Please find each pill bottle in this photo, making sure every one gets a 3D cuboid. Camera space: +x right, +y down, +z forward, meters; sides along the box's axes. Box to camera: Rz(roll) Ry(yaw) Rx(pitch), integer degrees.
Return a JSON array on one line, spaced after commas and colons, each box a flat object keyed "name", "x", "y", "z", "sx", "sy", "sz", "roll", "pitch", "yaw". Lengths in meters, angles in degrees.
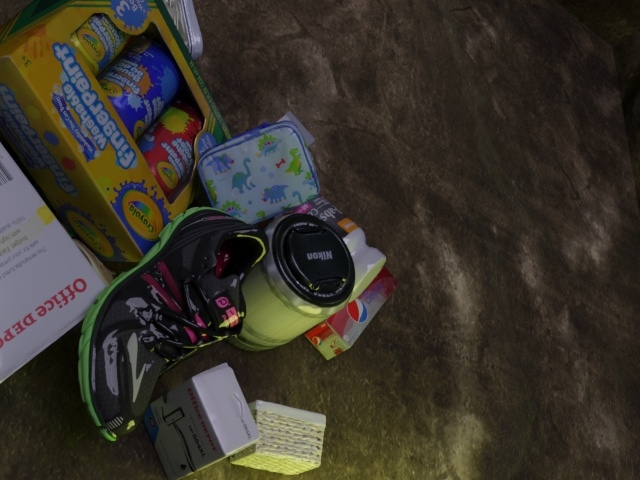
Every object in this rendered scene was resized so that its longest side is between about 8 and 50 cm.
[{"name": "pill bottle", "x": 0.000, "y": 0.000, "z": 1.797, "sx": 0.278, "sy": 0.162, "sz": 0.162, "roll": 39, "pitch": 42, "yaw": 13}]

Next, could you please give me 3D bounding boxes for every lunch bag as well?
[{"name": "lunch bag", "x": -0.120, "y": -0.132, "z": 1.584, "sx": 0.090, "sy": 0.218, "sz": 0.176, "roll": -99, "pitch": 167, "yaw": -75}]

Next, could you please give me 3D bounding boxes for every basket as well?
[{"name": "basket", "x": -0.085, "y": 0.387, "z": 1.571, "sx": 0.167, "sy": 0.113, "sz": 0.103, "roll": 19, "pitch": 55, "yaw": -30}]

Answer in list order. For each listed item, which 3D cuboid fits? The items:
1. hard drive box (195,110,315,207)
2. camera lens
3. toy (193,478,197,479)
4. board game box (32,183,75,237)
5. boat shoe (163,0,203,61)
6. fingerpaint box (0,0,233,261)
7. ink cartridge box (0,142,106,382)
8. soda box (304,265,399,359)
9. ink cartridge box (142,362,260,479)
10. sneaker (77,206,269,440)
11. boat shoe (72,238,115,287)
[{"name": "hard drive box", "x": -0.144, "y": -0.155, "z": 1.771, "sx": 0.089, "sy": 0.232, "sz": 0.181, "roll": 48, "pitch": 43, "yaw": -6}, {"name": "camera lens", "x": -0.080, "y": 0.088, "z": 1.643, "sx": 0.219, "sy": 0.274, "sz": 0.220, "roll": 21, "pitch": 52, "yaw": -30}, {"name": "toy", "x": -0.240, "y": 0.549, "z": 1.380, "sx": 0.137, "sy": 0.056, "sz": 0.237, "roll": 45, "pitch": 49, "yaw": -14}, {"name": "board game box", "x": -0.573, "y": 0.002, "z": 1.450, "sx": 0.124, "sy": 0.039, "sz": 0.259, "roll": 53, "pitch": 46, "yaw": -4}, {"name": "boat shoe", "x": -0.366, "y": -0.568, "z": 1.932, "sx": 0.094, "sy": 0.109, "sz": 0.303, "roll": -10, "pitch": 74, "yaw": -41}, {"name": "fingerpaint box", "x": -0.385, "y": -0.243, "z": 1.509, "sx": 0.371, "sy": 0.163, "sz": 0.445, "roll": -59, "pitch": 137, "yaw": -39}, {"name": "ink cartridge box", "x": -0.574, "y": 0.026, "z": 1.289, "sx": 0.385, "sy": 0.160, "sz": 0.279, "roll": 56, "pitch": 43, "yaw": -9}, {"name": "soda box", "x": 0.076, "y": 0.155, "z": 1.867, "sx": 0.083, "sy": 0.092, "sz": 0.263, "roll": 48, "pitch": 44, "yaw": -5}, {"name": "ink cartridge box", "x": -0.216, "y": 0.325, "z": 1.431, "sx": 0.085, "sy": 0.203, "sz": 0.148, "roll": -16, "pitch": 75, "yaw": -45}, {"name": "sneaker", "x": -0.239, "y": 0.117, "z": 1.372, "sx": 0.483, "sy": 0.202, "sz": 0.185, "roll": -63, "pitch": 146, "yaw": -36}, {"name": "boat shoe", "x": -0.419, "y": 0.074, "z": 1.525, "sx": 0.190, "sy": 0.068, "sz": 0.072, "roll": 60, "pitch": 31, "yaw": -8}]
